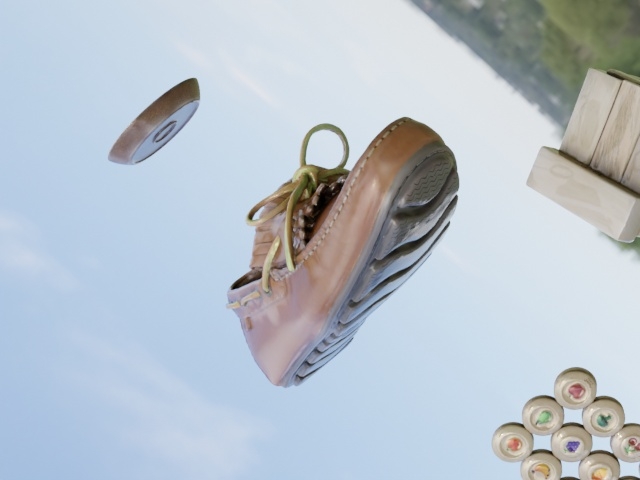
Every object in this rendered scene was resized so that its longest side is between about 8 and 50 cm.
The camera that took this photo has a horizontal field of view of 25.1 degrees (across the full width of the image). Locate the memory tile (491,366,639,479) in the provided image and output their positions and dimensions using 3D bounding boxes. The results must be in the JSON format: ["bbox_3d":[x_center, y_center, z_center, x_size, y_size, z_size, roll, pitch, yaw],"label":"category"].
[{"bbox_3d":[0.230,0.188,1.244,0.148,0.113,0.012,43,-162,-13],"label":"memory tile"}]

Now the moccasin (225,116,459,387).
[{"bbox_3d":[0.002,-0.002,1.175,0.147,0.139,0.380,49,158,6],"label":"moccasin"}]

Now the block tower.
[{"bbox_3d":[0.300,-0.040,0.996,0.335,0.097,0.091,7,-161,-39],"label":"block tower"}]

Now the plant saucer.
[{"bbox_3d":[-0.225,-0.159,2.003,0.029,0.168,0.168,48,-166,4],"label":"plant saucer"}]
